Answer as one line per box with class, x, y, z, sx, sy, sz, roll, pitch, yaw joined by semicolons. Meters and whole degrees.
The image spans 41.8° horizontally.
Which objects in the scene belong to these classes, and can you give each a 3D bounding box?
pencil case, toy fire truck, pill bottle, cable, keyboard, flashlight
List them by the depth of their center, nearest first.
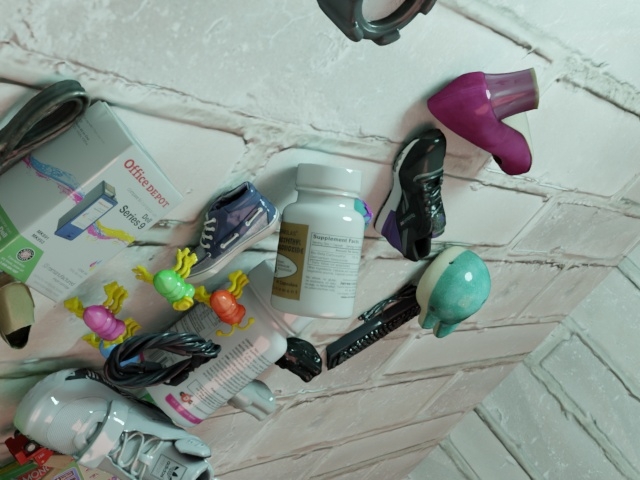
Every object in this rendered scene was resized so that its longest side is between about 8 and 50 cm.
flashlight;-0.020;-0.296;0.730;0.103;0.304;0.103;-43;153;9
cable;-0.369;-0.067;0.905;0.287;0.072;0.139;-28;156;-20
cable;-0.234;0.179;1.251;0.151;0.047;0.184;-23;154;17
pill bottle;0.000;0.000;1.301;0.131;0.131;0.229;6;93;-54
toy fire truck;-0.458;0.358;1.404;0.192;0.047;0.135;-35;136;-27
pill bottle;-0.160;0.172;1.428;0.283;0.160;0.160;-39;153;0
pencil case;0.045;-0.004;1.517;0.070;0.064;0.151;4;136;-19
keyboard;0.148;0.192;1.980;0.317;0.033;0.201;-31;152;-17

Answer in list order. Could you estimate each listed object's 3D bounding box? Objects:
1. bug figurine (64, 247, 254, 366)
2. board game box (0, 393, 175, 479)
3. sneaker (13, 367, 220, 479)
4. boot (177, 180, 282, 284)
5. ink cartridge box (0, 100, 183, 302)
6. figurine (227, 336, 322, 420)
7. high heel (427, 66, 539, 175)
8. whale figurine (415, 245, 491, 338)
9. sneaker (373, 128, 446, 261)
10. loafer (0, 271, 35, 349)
bug figurine;-0.246;0.116;1.259;0.279;0.072;0.216;-24;148;8
board game box;-0.397;0.438;1.526;0.317;0.046;0.213;-24;106;-26
sneaker;-0.305;0.324;1.342;0.137;0.210;0.366;-59;148;-8
boot;-0.158;-0.014;1.272;0.190;0.069;0.086;-35;127;8
ink cartridge box;-0.293;-0.044;1.008;0.212;0.093;0.154;-40;154;-5
figurine;-0.129;0.264;1.704;0.215;0.092;0.209;-40;145;4
high heel;0.291;-0.202;1.523;0.181;0.127;0.377;-10;158;7
whale figurine;0.317;0.138;1.942;0.216;0.141;0.272;-44;149;-25
sneaker;0.195;-0.075;1.528;0.107;0.124;0.283;-24;149;-27
loafer;-0.408;0.094;1.124;0.056;0.050;0.148;-24;149;-27
